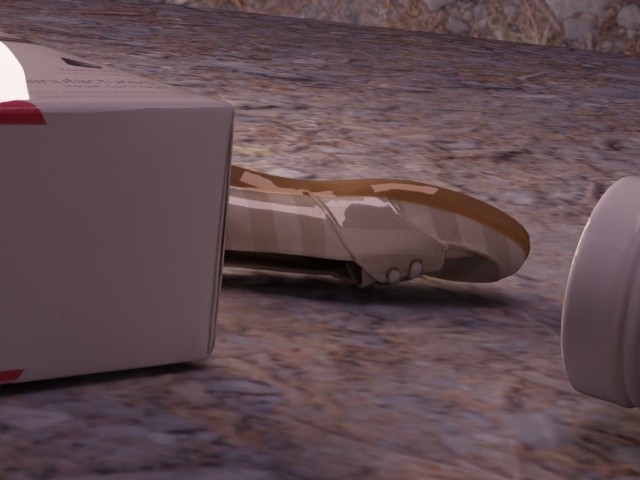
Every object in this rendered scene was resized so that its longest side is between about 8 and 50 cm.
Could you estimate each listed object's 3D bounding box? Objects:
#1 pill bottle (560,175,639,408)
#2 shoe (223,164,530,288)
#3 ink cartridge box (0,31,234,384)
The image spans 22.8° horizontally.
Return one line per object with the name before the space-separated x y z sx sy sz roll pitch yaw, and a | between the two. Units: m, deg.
pill bottle | 0.207 0.040 0.590 0.216 0.121 0.121 14 15 29
shoe | 0.000 0.000 0.832 0.219 0.058 0.076 10 -18 -2
ink cartridge box | -0.204 -0.030 0.703 0.207 0.117 0.283 -5 17 -40
